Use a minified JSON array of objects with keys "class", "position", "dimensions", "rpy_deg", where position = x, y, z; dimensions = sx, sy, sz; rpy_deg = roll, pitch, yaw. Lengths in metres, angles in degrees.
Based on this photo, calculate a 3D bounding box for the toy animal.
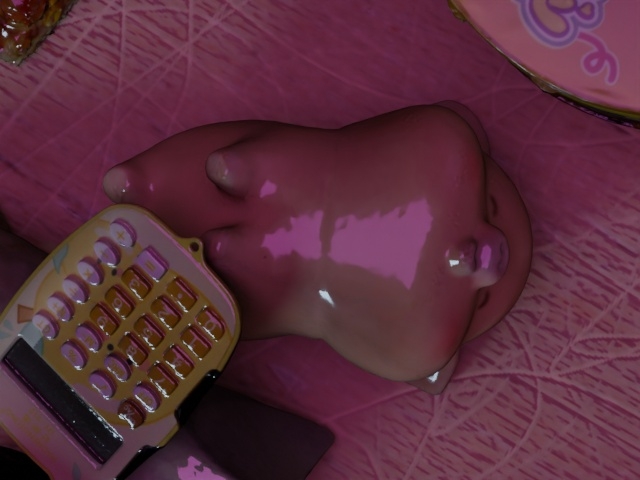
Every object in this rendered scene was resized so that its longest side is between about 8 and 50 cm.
[{"class":"toy animal","position":[0.000,0.000,1.428],"dimensions":[0.326,0.269,0.237],"rpy_deg":[5,92,43]}]

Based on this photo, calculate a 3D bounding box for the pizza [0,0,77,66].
[{"class":"pizza","position":[-0.235,-0.240,1.544],"dimensions":[0.201,0.053,0.193],"rpy_deg":[3,91,11]}]

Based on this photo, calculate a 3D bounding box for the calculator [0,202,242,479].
[{"class":"calculator","position":[-0.153,0.080,1.357],"dimensions":[0.157,0.033,0.236],"rpy_deg":[46,114,8]}]

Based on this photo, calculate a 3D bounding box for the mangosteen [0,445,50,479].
[{"class":"mangosteen","position":[-0.235,0.287,1.454],"dimensions":[0.302,0.275,0.275],"rpy_deg":[1,91,-9]}]

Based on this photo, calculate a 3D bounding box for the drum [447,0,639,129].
[{"class":"drum","position":[0.267,-0.287,1.366],"dimensions":[0.431,0.214,0.431],"rpy_deg":[0,92,12]}]

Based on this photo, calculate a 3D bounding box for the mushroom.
[{"class":"mushroom","position":[-0.191,0.098,1.485],"dimensions":[0.397,0.177,0.126],"rpy_deg":[35,116,7]}]
